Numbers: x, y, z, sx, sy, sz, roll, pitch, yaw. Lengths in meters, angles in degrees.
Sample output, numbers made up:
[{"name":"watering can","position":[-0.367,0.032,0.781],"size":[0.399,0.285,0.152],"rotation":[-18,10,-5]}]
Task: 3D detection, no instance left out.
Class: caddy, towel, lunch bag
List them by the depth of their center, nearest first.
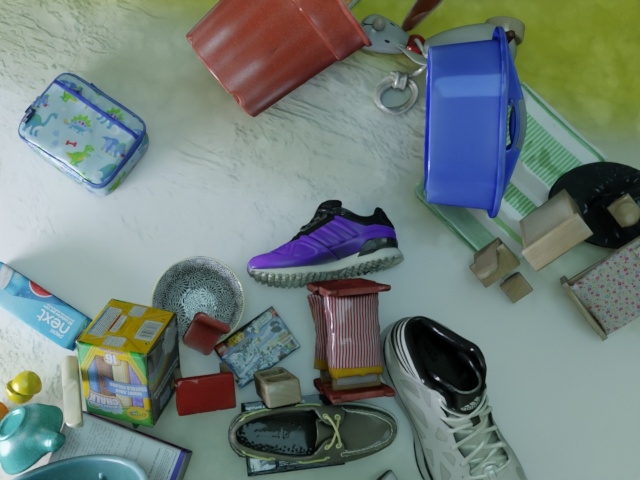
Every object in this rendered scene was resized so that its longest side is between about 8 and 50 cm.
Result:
[{"name":"caddy","position":[0.280,-0.210,1.603],"size":[0.179,0.241,0.341],"rotation":[1,104,5]},{"name":"lunch bag","position":[-0.452,-0.208,1.712],"size":[0.219,0.090,0.176],"rotation":[36,76,4]},{"name":"towel","position":[0.375,-0.126,1.747],"size":[0.248,0.038,0.325],"rotation":[43,80,6]}]

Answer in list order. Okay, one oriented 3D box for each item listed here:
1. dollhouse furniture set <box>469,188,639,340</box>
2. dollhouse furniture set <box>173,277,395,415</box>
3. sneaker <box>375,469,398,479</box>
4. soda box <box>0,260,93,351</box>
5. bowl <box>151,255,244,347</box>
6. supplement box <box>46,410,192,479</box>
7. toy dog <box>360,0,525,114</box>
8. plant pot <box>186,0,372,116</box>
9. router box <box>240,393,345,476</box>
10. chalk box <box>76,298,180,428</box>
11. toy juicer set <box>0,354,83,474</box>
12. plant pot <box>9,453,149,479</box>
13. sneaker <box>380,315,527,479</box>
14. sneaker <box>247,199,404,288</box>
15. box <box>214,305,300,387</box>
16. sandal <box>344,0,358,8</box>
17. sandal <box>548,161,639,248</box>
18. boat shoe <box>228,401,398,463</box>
[{"name":"dollhouse furniture set","position":[0.494,0.104,1.598],"size":[0.303,0.174,0.355],"rotation":[-37,99,19]},{"name":"dollhouse furniture set","position":[-0.069,0.187,1.551],"size":[0.374,0.152,0.201],"rotation":[-6,94,-16]},{"name":"sneaker","position":[0.099,0.533,1.550],"size":[0.226,0.086,0.163],"rotation":[-36,83,-29]},{"name":"soda box","position":[-0.531,0.119,1.649],"size":[0.210,0.067,0.071],"rotation":[32,79,4]},{"name":"bowl","position":[-0.223,0.119,1.652],"size":[0.170,0.080,0.170],"rotation":[0,79,-2]},{"name":"supplement box","position":[-0.352,0.388,1.575],"size":[0.220,0.111,0.114],"rotation":[19,78,2]},{"name":"toy dog","position":[0.249,-0.386,1.734],"size":[0.333,0.161,0.220],"rotation":[-9,78,-4]},{"name":"plant pot","position":[-0.090,-0.391,1.675],"size":[0.265,0.272,0.272],"rotation":[-38,81,6]},{"name":"router box","position":[-0.051,0.353,1.625],"size":[0.179,0.046,0.133],"rotation":[-6,78,-4]},{"name":"chalk box","position":[-0.332,0.233,1.571],"size":[0.132,0.213,0.132],"rotation":[11,33,11]},{"name":"toy juicer set","position":[-0.494,0.310,1.542],"size":[0.329,0.209,0.089],"rotation":[-27,124,21]},{"name":"plant pot","position":[-0.380,0.573,1.399],"size":[0.341,0.341,0.334],"rotation":[-18,110,-6]},{"name":"sneaker","position":[0.241,0.329,1.532],"size":[0.169,0.257,0.447],"rotation":[-29,81,-8]},{"name":"sneaker","position":[0.000,0.000,1.682],"size":[0.293,0.102,0.146],"rotation":[-9,74,-9]},{"name":"box","position":[-0.119,0.199,1.665],"size":[0.137,0.027,0.094],"rotation":[-34,83,-9]},{"name":"sandal","position":[0.086,-0.563,1.810],"size":[0.102,0.076,0.265],"rotation":[36,79,5]},{"name":"sandal","position":[0.657,-0.039,1.690],"size":[0.446,0.107,0.167],"rotation":[20,81,-1]},{"name":"boat shoe","position":[-0.010,0.339,1.557],"size":[0.305,0.091,0.109],"rotation":[-1,81,-3]}]
